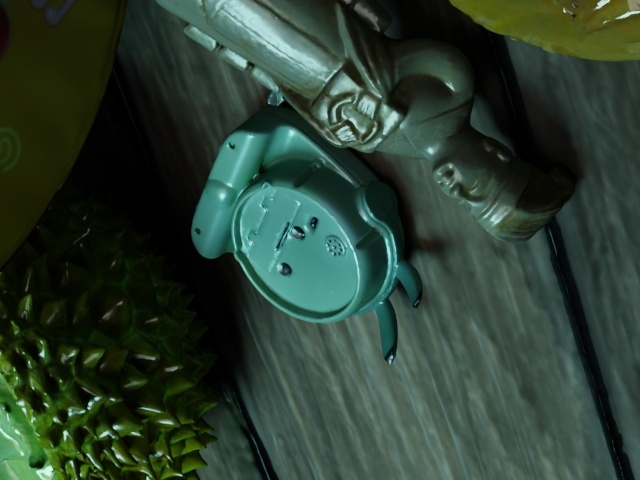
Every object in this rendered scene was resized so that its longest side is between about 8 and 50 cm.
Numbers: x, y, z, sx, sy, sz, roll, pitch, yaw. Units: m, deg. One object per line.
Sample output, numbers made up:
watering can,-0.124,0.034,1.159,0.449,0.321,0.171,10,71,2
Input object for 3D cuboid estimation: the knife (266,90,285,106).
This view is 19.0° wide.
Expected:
knife,0.030,-0.166,0.871,0.044,0.026,0.296,42,133,4

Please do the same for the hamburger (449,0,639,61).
hamburger,0.105,-0.179,0.690,0.244,0.163,0.244,16,130,21

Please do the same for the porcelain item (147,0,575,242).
porcelain item,0.023,-0.072,0.893,0.213,0.054,0.084,39,135,-4

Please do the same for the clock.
clock,0.000,0.000,0.992,0.135,0.041,0.101,37,135,14

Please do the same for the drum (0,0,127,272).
drum,-0.291,-0.149,0.859,0.214,0.431,0.431,9,123,34

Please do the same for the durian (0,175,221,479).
durian,-0.157,0.073,1.073,0.200,0.176,0.237,14,132,20
